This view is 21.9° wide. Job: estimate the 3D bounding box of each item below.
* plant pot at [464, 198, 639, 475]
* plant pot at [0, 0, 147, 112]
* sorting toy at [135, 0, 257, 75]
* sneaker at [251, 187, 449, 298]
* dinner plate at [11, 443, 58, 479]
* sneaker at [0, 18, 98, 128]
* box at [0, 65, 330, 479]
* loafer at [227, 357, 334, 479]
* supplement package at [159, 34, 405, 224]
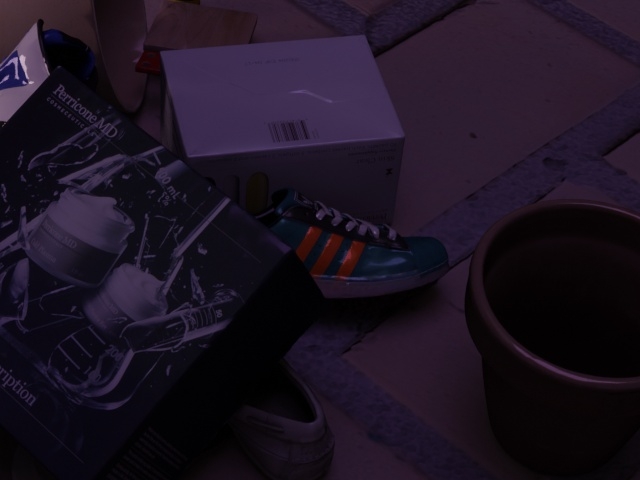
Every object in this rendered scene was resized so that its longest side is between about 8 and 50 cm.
[{"bbox_3d":[0.271,0.126,1.749,0.263,0.229,0.263,3,44,-3],"label":"plant pot"},{"bbox_3d":[-0.383,-0.276,2.094,0.274,0.256,0.256,-5,44,8],"label":"plant pot"},{"bbox_3d":[-0.161,-0.259,2.205,0.132,0.046,0.274,9,34,2],"label":"sorting toy"},{"bbox_3d":[0.000,0.000,1.900,0.302,0.121,0.108,-2,10,-8],"label":"sneaker"},{"bbox_3d":[-0.253,0.232,1.736,0.141,0.017,0.141,3,43,-3],"label":"dinner plate"},{"bbox_3d":[-0.355,-0.166,1.953,0.315,0.127,0.182,19,76,45],"label":"sneaker"},{"bbox_3d":[-0.228,0.057,1.680,0.343,0.179,0.312,37,80,23],"label":"box"},{"bbox_3d":[-0.099,0.130,1.786,0.112,0.111,0.319,-31,56,-32],"label":"loafer"},{"bbox_3d":[-0.052,-0.125,2.024,0.262,0.145,0.204,-6,46,-11],"label":"supplement package"}]
